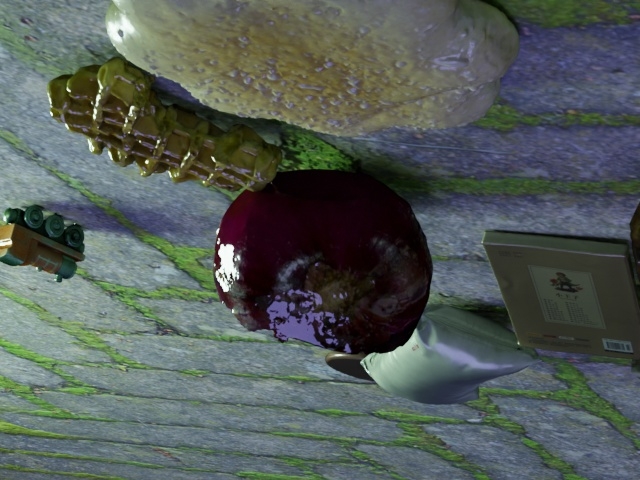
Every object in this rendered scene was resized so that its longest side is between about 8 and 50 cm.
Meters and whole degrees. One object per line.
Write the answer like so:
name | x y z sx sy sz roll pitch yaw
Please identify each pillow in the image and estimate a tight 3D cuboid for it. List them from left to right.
pillow | 0.140 0.133 2.011 0.144 0.078 0.254 14 162 -9

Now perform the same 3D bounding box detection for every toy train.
toy train | -0.289 0.005 1.893 0.044 0.064 0.103 -9 153 44

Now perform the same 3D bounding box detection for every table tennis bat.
table tennis bat | 0.072 0.202 2.203 0.169 0.119 0.107 -1 159 38

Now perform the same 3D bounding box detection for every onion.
onion | 0.000 0.000 1.618 0.195 0.140 0.218 6 -158 -10

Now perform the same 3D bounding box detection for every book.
book | 0.238 0.055 1.742 0.138 0.016 0.199 6 150 21

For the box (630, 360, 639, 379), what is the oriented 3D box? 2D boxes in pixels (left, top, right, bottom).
box | 0.380 0.129 1.910 0.098 0.045 0.062 -1 159 37

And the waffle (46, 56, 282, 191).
waffle | -0.131 -0.095 1.513 0.149 0.051 0.194 -5 151 41

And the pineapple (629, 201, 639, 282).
pineapple | 0.367 -0.005 1.421 0.237 0.111 0.119 -3 -171 22

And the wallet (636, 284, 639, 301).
wallet | 0.315 0.082 1.818 0.118 0.039 0.152 -5 158 36

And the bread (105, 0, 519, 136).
bread | -0.011 -0.140 1.300 0.316 0.054 0.316 8 163 2
